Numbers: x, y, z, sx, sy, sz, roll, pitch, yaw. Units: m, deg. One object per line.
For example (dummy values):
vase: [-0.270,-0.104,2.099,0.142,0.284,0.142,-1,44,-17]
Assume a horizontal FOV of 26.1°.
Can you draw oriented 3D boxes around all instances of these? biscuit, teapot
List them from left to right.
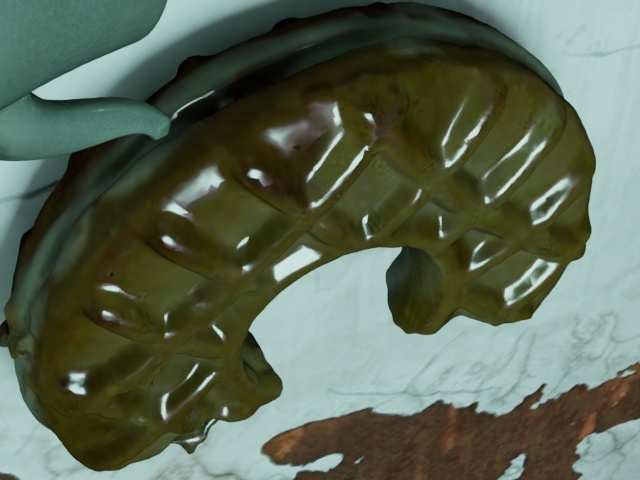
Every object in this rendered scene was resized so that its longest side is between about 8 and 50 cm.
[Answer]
teapot: [-0.116,-0.141,0.537,0.149,0.162,0.239,-21,114,-27]
biscuit: [-0.009,-0.008,0.788,0.366,0.115,0.268,-22,143,-14]
